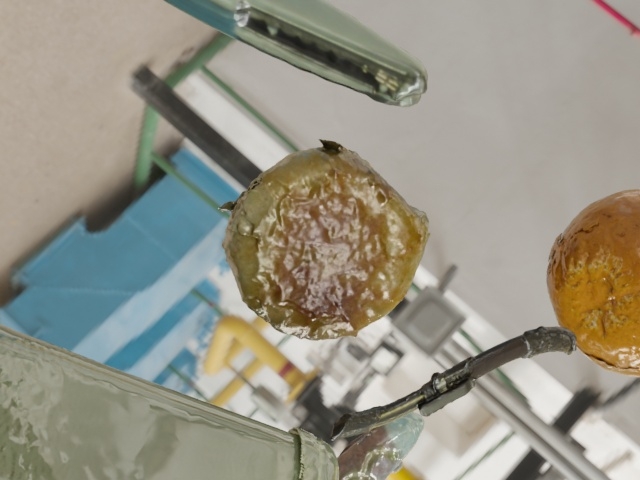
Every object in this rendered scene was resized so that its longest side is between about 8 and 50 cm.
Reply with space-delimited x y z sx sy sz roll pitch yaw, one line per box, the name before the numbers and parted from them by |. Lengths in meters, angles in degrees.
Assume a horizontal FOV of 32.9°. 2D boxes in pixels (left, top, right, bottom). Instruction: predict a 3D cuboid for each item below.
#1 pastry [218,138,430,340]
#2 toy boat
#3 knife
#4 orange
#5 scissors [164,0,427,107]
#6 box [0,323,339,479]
pastry | 0.002 0.005 1.362 0.235 0.257 0.121 -49 -159 1
toy boat | 0.033 0.283 1.221 0.227 0.085 0.155 -41 174 3
knife | 0.107 0.104 0.811 0.222 0.021 0.045 -17 136 -23
orange | 0.377 0.049 1.276 0.219 0.219 0.193 -56 170 35
scissors | -0.067 -0.150 0.622 0.138 0.289 0.041 -54 166 -35
box | -0.220 0.228 0.762 0.352 0.344 0.177 -52 -159 37
